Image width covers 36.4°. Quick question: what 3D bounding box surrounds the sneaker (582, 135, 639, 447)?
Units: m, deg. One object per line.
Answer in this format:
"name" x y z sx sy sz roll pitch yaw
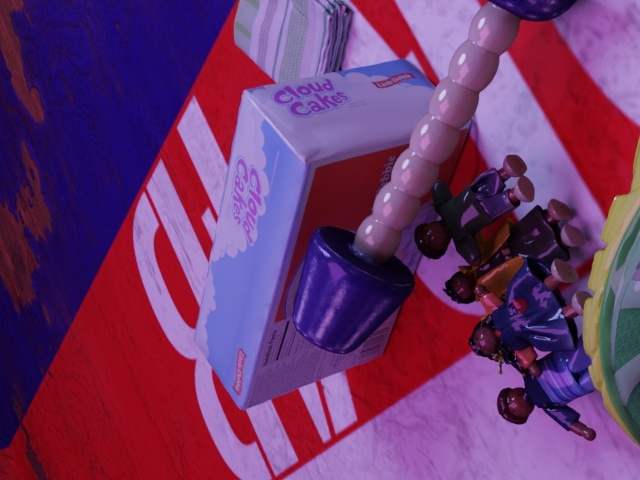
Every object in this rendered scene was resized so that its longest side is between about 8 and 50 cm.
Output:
"sneaker" 0.214 0.001 0.479 0.123 0.109 0.295 38 133 48

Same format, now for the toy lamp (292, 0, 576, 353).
"toy lamp" 0.062 -0.051 0.623 0.080 0.080 0.275 41 110 40

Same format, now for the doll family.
"doll family" 0.130 0.042 0.647 0.111 0.076 0.193 -38 59 35

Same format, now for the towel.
"towel" -0.033 -0.185 0.853 0.152 0.023 0.113 46 138 37

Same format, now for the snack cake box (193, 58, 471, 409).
"snack cake box" 0.000 0.000 0.764 0.089 0.152 0.264 50 141 33
